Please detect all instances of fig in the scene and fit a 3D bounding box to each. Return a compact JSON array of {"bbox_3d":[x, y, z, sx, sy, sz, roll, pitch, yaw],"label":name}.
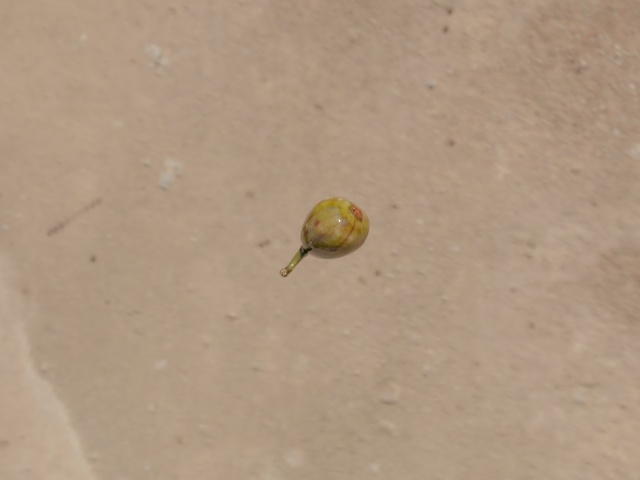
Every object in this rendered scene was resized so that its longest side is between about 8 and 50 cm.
[{"bbox_3d":[0.000,0.000,1.223,0.083,0.050,0.050,-40,59,23],"label":"fig"}]
